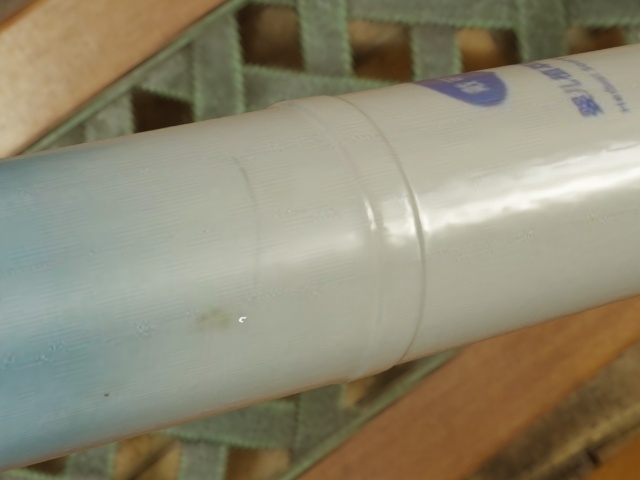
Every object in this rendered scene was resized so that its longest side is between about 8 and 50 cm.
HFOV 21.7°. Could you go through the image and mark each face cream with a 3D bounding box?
[{"bbox_3d":[0.000,0.000,0.448,0.250,0.077,0.077,-14,14,-29],"label":"face cream"}]
